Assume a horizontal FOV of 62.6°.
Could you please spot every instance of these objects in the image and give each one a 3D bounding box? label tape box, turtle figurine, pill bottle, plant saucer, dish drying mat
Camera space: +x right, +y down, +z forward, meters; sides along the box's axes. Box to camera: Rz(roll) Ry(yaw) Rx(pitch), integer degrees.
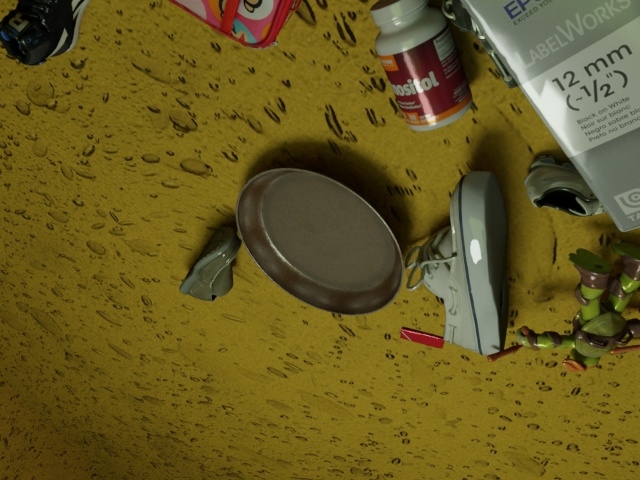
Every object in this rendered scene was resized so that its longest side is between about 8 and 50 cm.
[{"bbox_3d":[0.220,-0.218,0.442,0.115,0.249,0.347,-25,116,40],"label":"label tape box"},{"bbox_3d":[0.383,0.115,0.753,0.269,0.087,0.217,-4,123,2],"label":"turtle figurine"},{"bbox_3d":[0.116,-0.213,0.618,0.086,0.086,0.152,-10,125,33],"label":"pill bottle"},{"bbox_3d":[0.000,0.000,0.886,0.310,0.050,0.310,18,137,18],"label":"plant saucer"},{"bbox_3d":[0.195,0.189,1.014,0.083,0.008,0.032,13,134,15],"label":"dish drying mat"}]

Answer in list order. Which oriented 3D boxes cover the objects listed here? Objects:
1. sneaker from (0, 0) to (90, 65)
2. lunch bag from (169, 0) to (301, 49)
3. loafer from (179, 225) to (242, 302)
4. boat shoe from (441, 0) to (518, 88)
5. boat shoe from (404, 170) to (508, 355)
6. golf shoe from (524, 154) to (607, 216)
[{"bbox_3d":[-0.386,-0.330,0.730,0.079,0.121,0.217,32,137,-6],"label":"sneaker"},{"bbox_3d":[-0.076,-0.351,0.539,0.258,0.120,0.293,32,149,-7],"label":"lunch bag"},{"bbox_3d":[-0.201,0.054,1.033,0.087,0.094,0.251,32,146,-12],"label":"loafer"},{"bbox_3d":[0.168,-0.254,0.560,0.070,0.078,0.219,-28,116,40],"label":"boat shoe"},{"bbox_3d":[0.198,0.045,0.802,0.156,0.136,0.367,6,142,26],"label":"boat shoe"},{"bbox_3d":[0.347,-0.051,0.659,0.176,0.086,0.069,9,133,17],"label":"golf shoe"}]
